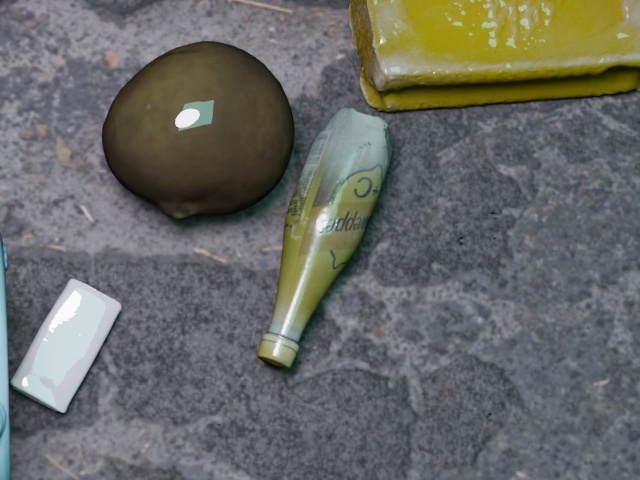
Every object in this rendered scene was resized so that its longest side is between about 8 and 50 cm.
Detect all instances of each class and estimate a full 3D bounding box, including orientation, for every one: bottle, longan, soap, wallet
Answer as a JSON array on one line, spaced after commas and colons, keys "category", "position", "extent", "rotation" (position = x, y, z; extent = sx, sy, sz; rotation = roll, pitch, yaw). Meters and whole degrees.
[{"category": "bottle", "position": [0.000, 0.000, 1.601], "extent": [0.083, 0.083, 0.270], "rotation": [20, 75, -5]}, {"category": "longan", "position": [-0.118, -0.107, 1.567], "extent": [0.189, 0.189, 0.189], "rotation": [3, 74, -10]}, {"category": "soap", "position": [0.191, -0.248, 1.702], "extent": [0.314, 0.091, 0.199], "rotation": [-4, 74, -12]}, {"category": "wallet", "position": [-0.246, 0.101, 1.556], "extent": [0.061, 0.025, 0.122], "rotation": [27, 71, 0]}]

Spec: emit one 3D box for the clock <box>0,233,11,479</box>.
[{"category": "clock", "position": [-0.321, 0.131, 1.421], "extent": [0.094, 0.223, 0.274], "rotation": [0, 69, -10]}]
